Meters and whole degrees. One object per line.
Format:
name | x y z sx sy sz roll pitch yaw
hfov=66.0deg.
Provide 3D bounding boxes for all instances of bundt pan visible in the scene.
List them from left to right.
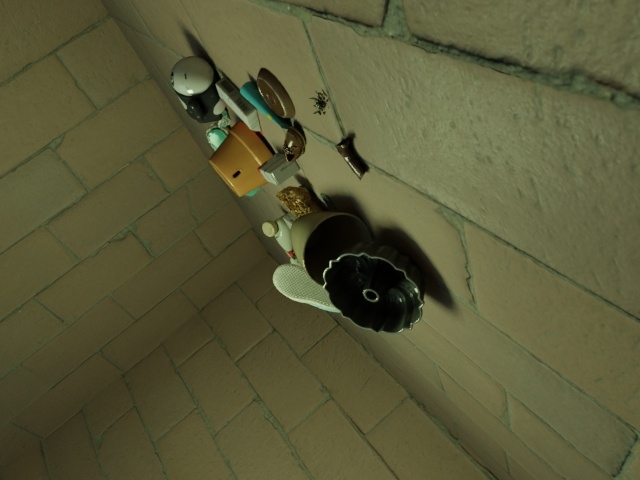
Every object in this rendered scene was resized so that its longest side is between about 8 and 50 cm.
bundt pan | 0.180 0.134 1.548 0.330 0.124 0.331 17 133 19

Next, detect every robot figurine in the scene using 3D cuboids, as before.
robot figurine | -0.472 -0.580 1.920 0.209 0.173 0.278 42 167 24

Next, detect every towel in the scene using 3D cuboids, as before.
towel | 0.030 -0.135 1.818 0.083 0.009 0.060 57 168 -29

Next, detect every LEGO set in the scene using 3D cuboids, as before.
LEGO set | 0.001 -0.345 1.243 0.054 0.023 0.083 52 156 -18

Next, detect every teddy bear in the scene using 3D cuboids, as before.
teddy bear | -0.026 -0.099 1.969 0.338 0.113 0.245 44 177 -8

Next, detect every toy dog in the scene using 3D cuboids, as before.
toy dog | -0.144 -0.002 2.562 0.334 0.220 0.161 46 139 -15

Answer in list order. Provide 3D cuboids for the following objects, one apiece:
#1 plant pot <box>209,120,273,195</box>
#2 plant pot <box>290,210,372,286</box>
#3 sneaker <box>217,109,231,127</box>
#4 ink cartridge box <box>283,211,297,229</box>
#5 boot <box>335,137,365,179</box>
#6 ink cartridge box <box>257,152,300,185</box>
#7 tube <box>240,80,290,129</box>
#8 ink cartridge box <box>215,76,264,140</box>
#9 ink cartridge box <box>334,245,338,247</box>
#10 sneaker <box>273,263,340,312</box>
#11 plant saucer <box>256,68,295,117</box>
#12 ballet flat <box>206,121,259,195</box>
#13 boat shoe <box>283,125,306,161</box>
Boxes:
plant pot | -0.327 -0.323 2.070 0.291 0.203 0.291 48 173 8
plant pot | 0.000 0.000 1.731 0.257 0.256 0.274 56 167 -28
sneaker | -0.443 -0.564 2.195 0.166 0.064 0.076 114 132 -74
ink cartridge box | -0.070 -0.037 2.324 0.153 0.086 0.208 37 164 50
boot | 0.086 -0.210 1.290 0.114 0.037 0.106 56 -179 -10
ink cartridge box | -0.159 -0.271 1.863 0.063 0.109 0.150 57 167 -28
tube | -0.172 -0.424 1.577 0.207 0.052 0.080 46 -153 14
ink cartridge box | -0.306 -0.486 1.890 0.189 0.066 0.232 47 164 14
ink cartridge box | 0.084 0.123 1.993 0.207 0.119 0.353 26 171 -7
sneaker | -0.023 0.204 1.938 0.365 0.135 0.150 22 166 32
plant saucer | -0.139 -0.433 1.478 0.168 0.029 0.168 48 169 12
ballet flat | -0.410 -0.413 2.424 0.147 0.147 0.409 34 157 55
boat shoe | -0.088 -0.304 1.585 0.064 0.060 0.178 37 167 9
